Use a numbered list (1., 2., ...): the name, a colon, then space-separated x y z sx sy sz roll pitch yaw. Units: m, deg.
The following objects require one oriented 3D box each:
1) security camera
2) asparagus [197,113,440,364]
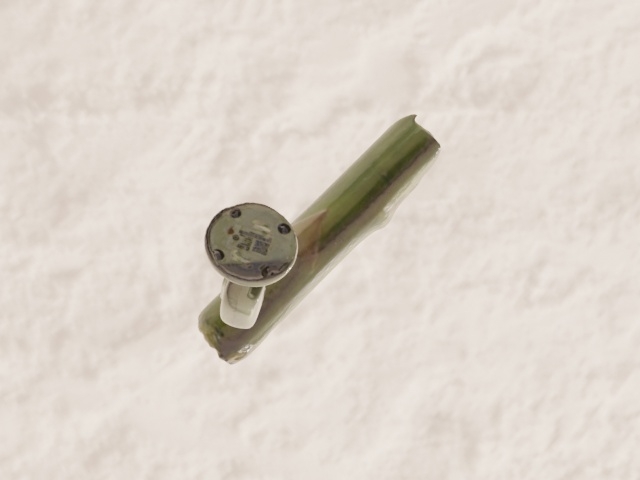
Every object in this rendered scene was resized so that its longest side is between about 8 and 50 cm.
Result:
1. security camera: -0.047 0.020 0.831 0.058 0.058 0.092 -19 157 -19
2. asparagus: -0.001 -0.001 1.226 0.277 0.060 0.067 -43 129 -12
